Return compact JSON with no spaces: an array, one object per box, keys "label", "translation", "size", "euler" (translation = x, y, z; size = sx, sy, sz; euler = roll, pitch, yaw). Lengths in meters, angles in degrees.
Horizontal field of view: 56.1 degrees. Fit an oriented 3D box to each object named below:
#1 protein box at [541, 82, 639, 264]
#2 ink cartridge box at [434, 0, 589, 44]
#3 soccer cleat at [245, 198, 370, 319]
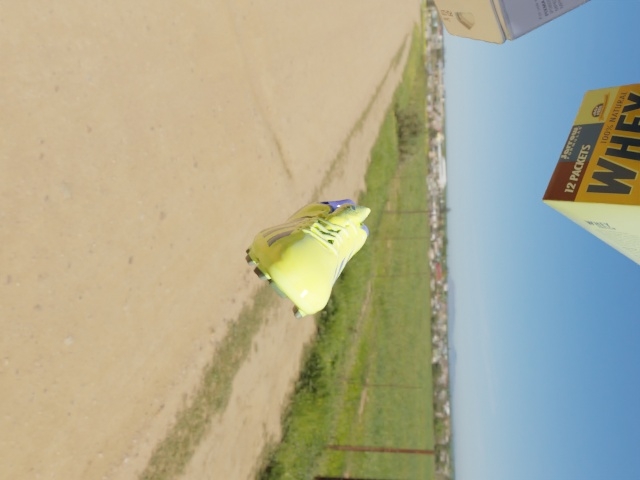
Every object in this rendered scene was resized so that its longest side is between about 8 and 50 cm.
[{"label":"protein box","translation":[0.383,-0.055,0.603],"size":[0.200,0.201,0.135],"euler":[13,-101,63]},{"label":"ink cartridge box","translation":[0.224,-0.277,0.558],"size":[0.092,0.218,0.158],"euler":[60,3,-24]},{"label":"soccer cleat","translation":[-0.001,-0.001,0.648],"size":[0.093,0.121,0.289],"euler":[52,9,-4]}]
